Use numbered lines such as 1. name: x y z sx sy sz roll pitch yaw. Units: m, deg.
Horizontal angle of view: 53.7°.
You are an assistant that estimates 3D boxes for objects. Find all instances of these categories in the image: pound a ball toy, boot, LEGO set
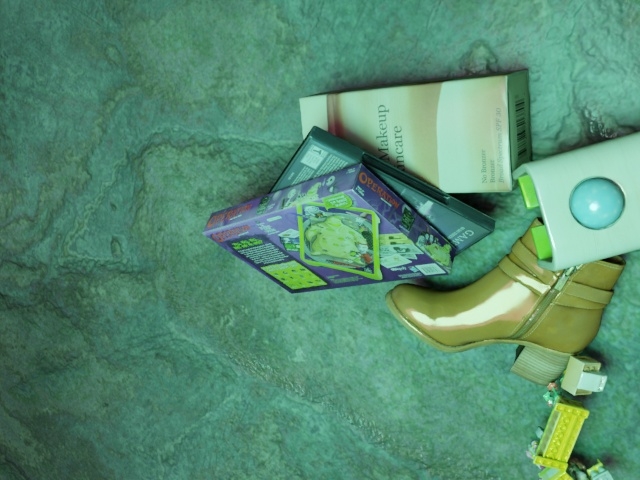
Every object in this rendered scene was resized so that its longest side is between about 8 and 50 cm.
1. pound a ball toy: 0.406 -0.029 0.703 0.319 0.136 0.208 -15 88 6
2. boot: 0.249 0.066 0.877 0.284 0.109 0.220 25 122 12
3. LEGO set: 0.350 0.288 0.902 0.132 0.107 0.286 -20 102 4

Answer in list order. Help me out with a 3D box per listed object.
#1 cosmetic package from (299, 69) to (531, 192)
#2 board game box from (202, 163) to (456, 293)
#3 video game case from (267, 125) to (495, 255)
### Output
1. cosmetic package: 0.132 -0.148 0.891 0.296 0.129 0.153 0 106 31
2. board game box: 0.000 0.000 0.940 0.347 0.208 0.056 -11 54 47
3. video game case: 0.075 -0.042 0.891 0.274 0.026 0.196 25 151 -11
